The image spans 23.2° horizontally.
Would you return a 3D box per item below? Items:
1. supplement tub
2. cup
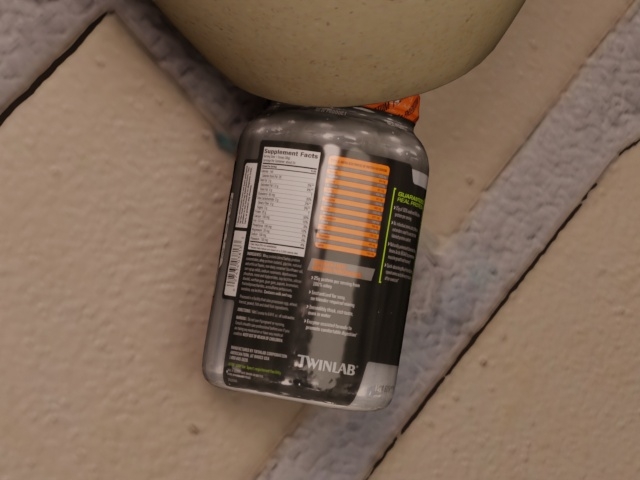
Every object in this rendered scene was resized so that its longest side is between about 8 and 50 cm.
[{"bbox_3d":[0.000,0.000,0.920,0.117,0.117,0.190,12,85,-30],"label":"supplement tub"},{"bbox_3d":[0.008,-0.214,0.834,0.331,0.331,0.237,-28,130,-27],"label":"cup"}]
